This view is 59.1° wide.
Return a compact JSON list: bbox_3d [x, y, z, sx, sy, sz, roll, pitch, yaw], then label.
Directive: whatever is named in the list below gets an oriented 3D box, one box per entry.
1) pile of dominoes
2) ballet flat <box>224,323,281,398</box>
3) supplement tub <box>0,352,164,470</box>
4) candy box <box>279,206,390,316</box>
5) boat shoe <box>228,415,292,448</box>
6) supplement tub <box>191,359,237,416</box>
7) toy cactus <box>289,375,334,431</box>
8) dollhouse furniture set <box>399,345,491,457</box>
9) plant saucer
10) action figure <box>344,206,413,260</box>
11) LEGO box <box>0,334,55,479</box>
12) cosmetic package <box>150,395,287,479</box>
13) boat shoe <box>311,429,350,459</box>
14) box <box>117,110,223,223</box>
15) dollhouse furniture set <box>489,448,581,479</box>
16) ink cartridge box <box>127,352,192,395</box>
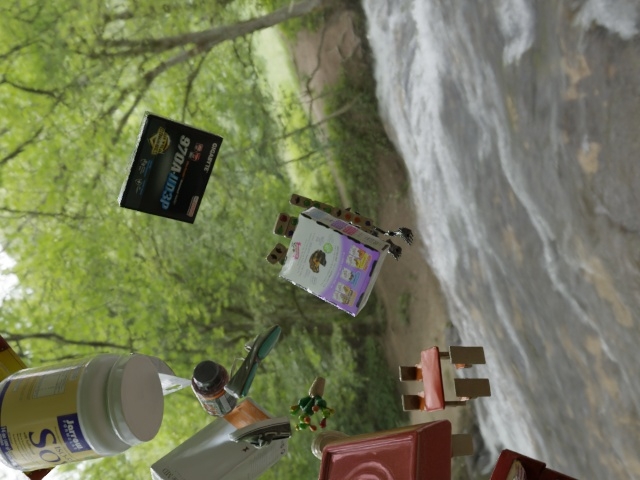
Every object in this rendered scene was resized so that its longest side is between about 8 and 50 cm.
[{"bbox_3d":[0.000,0.000,1.479,0.040,0.251,0.195,-163,90,-80],"label":"pile of dominoes"},{"bbox_3d":[-0.177,0.296,1.436,0.068,0.213,0.072,20,154,18],"label":"ballet flat"},{"bbox_3d":[-0.571,0.401,1.341,0.241,0.332,0.240,-13,-90,-81],"label":"supplement tub"},{"bbox_3d":[0.028,0.043,1.224,0.196,0.164,0.070,27,-154,16],"label":"candy box"},{"bbox_3d":[-0.168,0.567,1.649,0.220,0.078,0.070,4,-121,-45],"label":"boat shoe"},{"bbox_3d":[-0.301,0.412,1.587,0.197,0.106,0.106,82,164,-50],"label":"supplement tub"},{"bbox_3d":[-0.018,0.545,1.870,0.112,0.180,0.219,29,154,-15],"label":"toy cactus"},{"bbox_3d":[0.278,0.389,1.362,0.262,0.135,0.258,132,139,-60],"label":"dollhouse furniture set"},{"bbox_3d":[0.074,0.402,0.839,0.048,0.259,0.258,36,-133,-29],"label":"plant saucer"},{"bbox_3d":[0.129,-0.005,1.706,0.276,0.164,0.140,14,145,32],"label":"action figure"},{"bbox_3d":[-1.012,0.466,1.736,0.373,0.193,0.499,12,134,38],"label":"LEGO box"},{"bbox_3d":[-0.357,0.798,2.062,0.230,0.453,0.161,26,129,35],"label":"cosmetic package"},{"bbox_3d":[0.107,0.710,1.855,0.302,0.109,0.098,33,161,-24],"label":"boat shoe"},{"bbox_3d":[-0.340,-0.161,1.277,0.175,0.220,0.051,15,-163,-30],"label":"box"},{"bbox_3d":[0.311,0.562,0.931,0.152,0.373,0.201,21,-174,18],"label":"dollhouse furniture set"},{"bbox_3d":[-0.525,0.411,1.723,0.232,0.189,0.066,23,-130,-44],"label":"ink cartridge box"}]
